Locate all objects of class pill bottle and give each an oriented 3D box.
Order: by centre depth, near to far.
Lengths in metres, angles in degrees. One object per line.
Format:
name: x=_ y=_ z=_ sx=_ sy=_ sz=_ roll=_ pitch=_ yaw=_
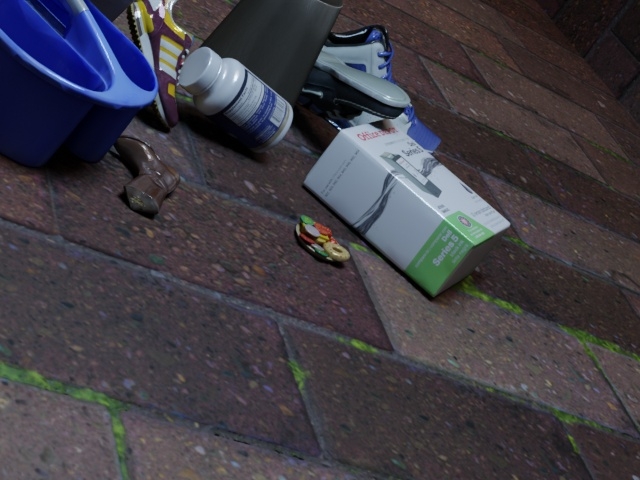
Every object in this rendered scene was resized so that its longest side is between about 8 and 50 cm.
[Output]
pill bottle: x=-0.128 y=-0.210 z=1.896 sx=0.169 sy=0.094 sz=0.094 roll=37 pitch=19 yaw=-37

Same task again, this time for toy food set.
toy food set: x=0.000 y=0.000 z=1.820 sx=0.082 sy=0.020 sz=0.083 roll=21 pitch=29 yaw=-32

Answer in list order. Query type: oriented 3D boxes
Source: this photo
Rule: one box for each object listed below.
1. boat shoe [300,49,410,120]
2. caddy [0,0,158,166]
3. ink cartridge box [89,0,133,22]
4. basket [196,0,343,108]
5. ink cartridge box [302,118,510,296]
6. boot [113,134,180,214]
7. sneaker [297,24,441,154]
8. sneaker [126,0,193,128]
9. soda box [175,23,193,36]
boat shoe: x=0.031 y=-0.244 z=2.099 sx=0.114 sy=0.091 sz=0.302 roll=7 pitch=19 yaw=-37
caddy: x=-0.357 y=-0.247 z=1.590 sx=0.341 sy=0.179 sz=0.241 roll=44 pitch=24 yaw=17
ink cartridge box: x=-0.382 y=-0.400 z=1.713 sx=0.303 sy=0.307 sz=0.072 roll=26 pitch=60 yaw=-24
basket: x=-0.077 y=-0.317 z=2.040 sx=0.204 sy=0.227 sz=0.154 roll=46 pitch=25 yaw=20
ink cartridge box: x=0.136 y=-0.057 z=1.992 sx=0.273 sy=0.115 sz=0.198 roll=42 pitch=23 yaw=12
boot: x=-0.236 y=-0.083 z=1.636 sx=0.106 sy=0.037 sz=0.114 roll=33 pitch=28 yaw=-3
sneaker: x=0.093 y=-0.270 z=2.240 sx=0.315 sy=0.182 sz=0.127 roll=33 pitch=26 yaw=-7
sneaker: x=-0.212 y=-0.253 z=1.810 sx=0.083 sy=0.186 sz=0.069 roll=-17 pitch=16 yaw=-14
soda box: x=-0.243 y=-0.274 z=1.939 sx=0.058 sy=0.061 sz=0.181 roll=32 pitch=24 yaw=-13
